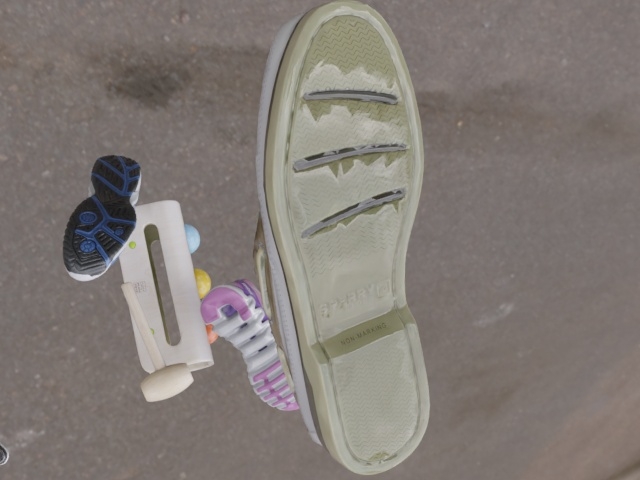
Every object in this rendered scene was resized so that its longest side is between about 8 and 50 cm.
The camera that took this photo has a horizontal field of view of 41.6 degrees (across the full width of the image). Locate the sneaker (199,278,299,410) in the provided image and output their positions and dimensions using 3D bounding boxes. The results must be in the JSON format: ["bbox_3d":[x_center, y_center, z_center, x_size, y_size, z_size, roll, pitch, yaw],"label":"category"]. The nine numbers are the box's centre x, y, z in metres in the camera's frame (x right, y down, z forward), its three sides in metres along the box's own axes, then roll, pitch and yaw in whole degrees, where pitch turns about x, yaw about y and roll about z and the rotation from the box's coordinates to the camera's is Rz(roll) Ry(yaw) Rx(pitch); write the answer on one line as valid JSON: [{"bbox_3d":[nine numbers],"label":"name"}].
[{"bbox_3d":[-0.084,0.151,1.296,0.095,0.236,0.104,-31,-168,17],"label":"sneaker"}]

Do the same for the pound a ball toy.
[{"bbox_3d":[-0.240,0.094,1.356,0.136,0.319,0.208,-13,168,-9],"label":"pound a ball toy"}]

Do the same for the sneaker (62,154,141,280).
[{"bbox_3d":[-0.266,-0.018,1.050,0.080,0.211,0.081,13,129,-5],"label":"sneaker"}]

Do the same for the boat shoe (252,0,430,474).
[{"bbox_3d":[0.000,0.000,0.556,0.113,0.103,0.302,-11,105,-28],"label":"boat shoe"}]

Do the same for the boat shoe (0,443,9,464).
[{"bbox_3d":[-0.611,0.363,1.478,0.038,0.125,0.046,90,25,-83],"label":"boat shoe"}]
